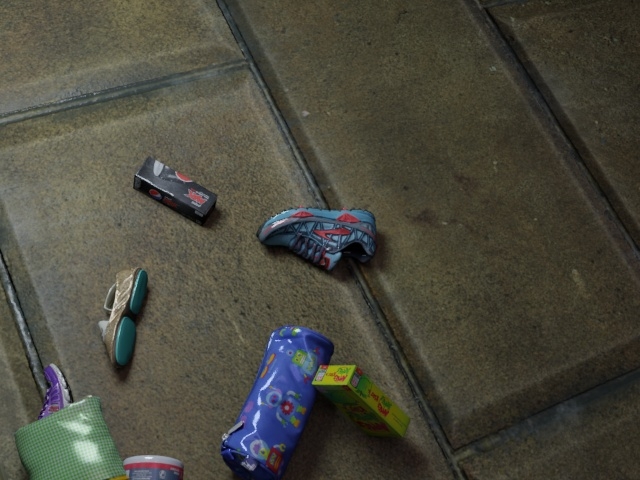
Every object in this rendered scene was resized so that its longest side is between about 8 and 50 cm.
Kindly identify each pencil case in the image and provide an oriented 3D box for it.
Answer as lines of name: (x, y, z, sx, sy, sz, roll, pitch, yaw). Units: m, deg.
pencil case: (-0.082, 0.298, 1.623, 0.133, 0.119, 0.306, 37, 57, -20)

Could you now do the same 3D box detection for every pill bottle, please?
pill bottle: (-0.291, 0.465, 1.489, 0.107, 0.108, 0.180, 6, 63, -11)

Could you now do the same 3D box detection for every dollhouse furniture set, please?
dollhouse furniture set: (-0.477, 0.389, 1.402, 0.301, 0.151, 0.198, -28, 72, -4)

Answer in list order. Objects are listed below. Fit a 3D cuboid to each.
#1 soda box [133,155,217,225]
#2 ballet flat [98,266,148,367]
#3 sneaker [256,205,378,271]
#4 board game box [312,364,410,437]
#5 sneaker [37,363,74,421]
soda box: (-0.300, -0.102, 1.815, 0.168, 0.053, 0.060, 30, 60, 1)
ballet flat: (-0.382, 0.145, 1.668, 0.067, 0.073, 0.206, -1, 57, 16)
sneaker: (0.000, 0.000, 1.812, 0.261, 0.104, 0.125, -2, 66, -16)
board game box: (0.077, 0.299, 1.631, 0.181, 0.092, 0.043, 47, 54, -29)
sneaker: (-0.472, 0.300, 1.554, 0.071, 0.068, 0.170, -11, 67, -13)
